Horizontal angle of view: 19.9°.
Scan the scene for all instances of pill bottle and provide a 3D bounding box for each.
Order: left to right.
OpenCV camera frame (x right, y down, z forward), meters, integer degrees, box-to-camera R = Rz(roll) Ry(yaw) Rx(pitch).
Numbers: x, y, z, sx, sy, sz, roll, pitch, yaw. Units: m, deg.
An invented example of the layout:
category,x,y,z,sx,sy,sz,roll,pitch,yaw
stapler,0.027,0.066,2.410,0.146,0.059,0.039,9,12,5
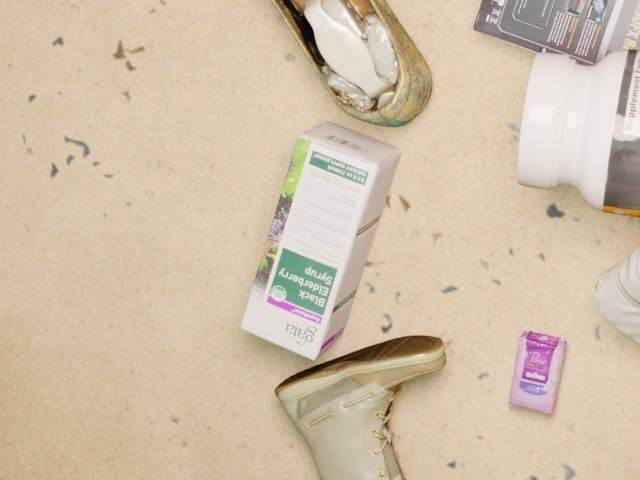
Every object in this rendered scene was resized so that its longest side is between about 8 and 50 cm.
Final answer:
category,x,y,z,sx,sy,sz,roll,pitch,yaw
pill bottle,0.335,-0.097,1.738,0.278,0.162,0.162,8,107,11

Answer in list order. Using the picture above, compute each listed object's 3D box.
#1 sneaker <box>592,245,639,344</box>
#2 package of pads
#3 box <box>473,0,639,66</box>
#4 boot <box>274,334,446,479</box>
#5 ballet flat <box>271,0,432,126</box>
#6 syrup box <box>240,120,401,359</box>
category,x,y,z,sx,sy,sz,roll,pitch,yaw
sneaker,0.424,0.062,1.836,0.292,0.169,0.108,16,71,-13
package of pads,0.234,0.142,1.958,0.050,0.032,0.083,13,108,14
box,0.274,-0.290,1.815,0.183,0.056,0.231,21,110,12
boot,0.068,0.202,2.012,0.213,0.077,0.165,-20,96,29
ballet flat,-0.007,-0.266,1.894,0.123,0.123,0.348,-34,91,24
syrup box,0.000,0.000,1.972,0.093,0.096,0.237,23,110,13
